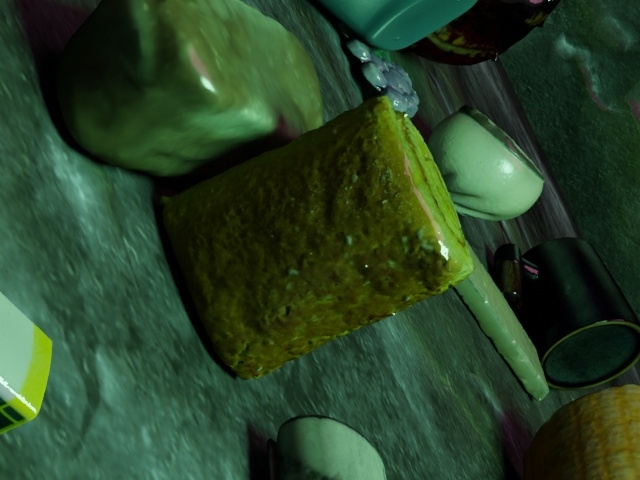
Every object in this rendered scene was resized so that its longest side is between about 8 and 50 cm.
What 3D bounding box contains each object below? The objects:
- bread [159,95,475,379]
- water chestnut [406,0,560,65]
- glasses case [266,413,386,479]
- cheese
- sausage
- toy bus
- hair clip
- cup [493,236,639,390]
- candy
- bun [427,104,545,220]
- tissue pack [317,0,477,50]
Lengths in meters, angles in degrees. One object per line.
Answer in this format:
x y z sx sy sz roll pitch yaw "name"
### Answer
0.000 0.000 0.740 0.132 0.172 0.103 68 15 11 "bread"
0.196 -0.415 1.735 0.335 0.347 0.335 7 76 -27 "water chestnut"
0.021 0.251 0.654 0.114 0.060 0.299 50 23 -42 "glasses case"
0.205 0.066 1.467 0.400 0.034 0.085 52 22 -35 "cheese"
0.330 0.318 1.180 0.233 0.233 0.287 59 18 -18 "sausage"
-0.155 0.033 0.441 0.102 0.058 0.052 53 21 -35 "toy bus"
0.071 -0.209 1.444 0.124 0.052 0.195 25 36 -56 "hair clip"
0.360 0.085 1.680 0.239 0.166 0.177 48 21 -46 "cup"
-0.077 -0.097 0.758 0.234 0.104 0.102 13 53 -68 "candy"
0.214 -0.090 1.559 0.173 0.120 0.173 42 3 -3 "bun"
0.056 -0.375 1.347 0.287 0.198 0.206 28 36 -55 "tissue pack"
